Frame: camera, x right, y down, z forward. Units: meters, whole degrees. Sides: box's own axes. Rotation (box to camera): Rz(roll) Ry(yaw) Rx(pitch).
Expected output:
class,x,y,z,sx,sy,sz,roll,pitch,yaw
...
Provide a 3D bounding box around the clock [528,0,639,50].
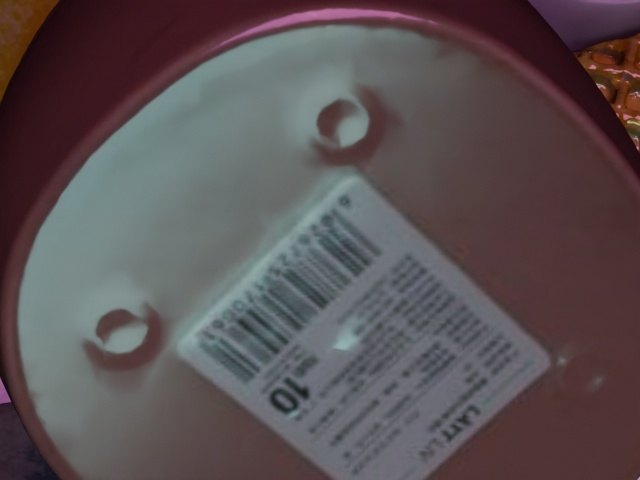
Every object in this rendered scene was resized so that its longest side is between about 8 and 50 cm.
class,x,y,z,sx,sy,sz,roll,pitch,yaw
clock,0.173,-0.231,0.769,0.197,0.068,0.196,3,72,-8

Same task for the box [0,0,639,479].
class,x,y,z,sx,sy,sz,roll,pitch,yaw
box,0.000,0.000,0.477,0.301,0.216,0.300,-2,109,-5

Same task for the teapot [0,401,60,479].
class,x,y,z,sx,sy,sz,roll,pitch,yaw
teapot,-0.127,0.169,0.544,0.295,0.129,0.193,4,31,-28

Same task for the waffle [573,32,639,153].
class,x,y,z,sx,sy,sz,roll,pitch,yaw
waffle,0.241,-0.073,0.736,0.194,0.051,0.148,-15,73,-13

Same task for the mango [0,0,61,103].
class,x,y,z,sx,sy,sz,roll,pitch,yaw
mango,-0.095,-0.189,0.626,0.384,0.199,0.221,-49,55,7
